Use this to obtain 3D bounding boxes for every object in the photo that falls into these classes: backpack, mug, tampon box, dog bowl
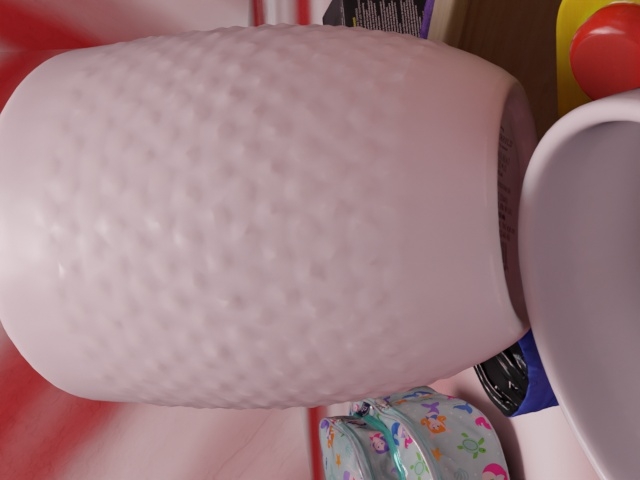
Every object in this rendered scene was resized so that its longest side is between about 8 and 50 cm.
[{"bbox_3d":[0.114,0.292,1.039,0.253,0.191,0.225,-4,95,65],"label":"backpack"},{"bbox_3d":[0.000,0.000,0.666,0.374,0.328,0.276,42,-129,-58],"label":"mug"},{"bbox_3d":[0.093,-0.225,0.995,0.120,0.161,0.101,161,104,-81],"label":"tampon box"},{"bbox_3d":[0.209,0.046,0.426,0.265,0.104,0.265,162,90,-77],"label":"dog bowl"},{"bbox_3d":[0.186,0.088,0.778,0.098,0.101,0.120,93,164,-50],"label":"backpack"}]

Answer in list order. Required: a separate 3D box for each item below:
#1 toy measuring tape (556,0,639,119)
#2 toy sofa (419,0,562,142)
[{"bbox_3d":[0.217,-0.088,0.563,0.330,0.121,0.121,71,-176,-47],"label":"toy measuring tape"},{"bbox_3d":[0.147,-0.180,0.729,0.362,0.150,0.177,96,164,-50],"label":"toy sofa"}]
